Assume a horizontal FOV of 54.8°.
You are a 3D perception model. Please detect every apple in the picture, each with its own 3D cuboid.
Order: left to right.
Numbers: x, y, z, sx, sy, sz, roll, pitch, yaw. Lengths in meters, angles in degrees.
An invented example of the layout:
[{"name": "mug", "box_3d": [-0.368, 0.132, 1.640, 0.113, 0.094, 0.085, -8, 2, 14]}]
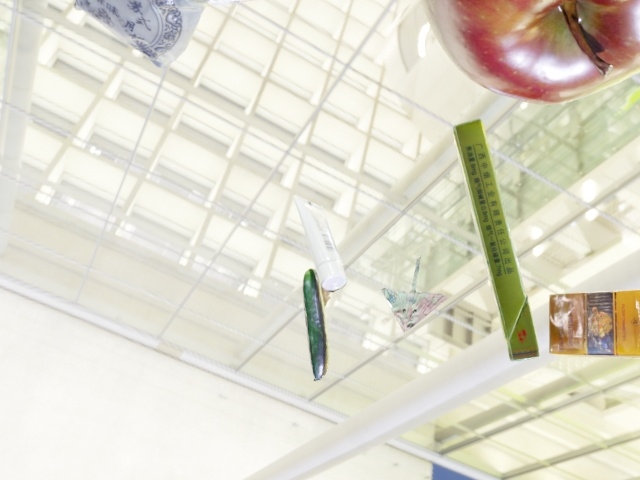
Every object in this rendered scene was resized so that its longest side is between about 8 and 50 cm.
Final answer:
[{"name": "apple", "box_3d": [0.230, -0.300, 0.602, 0.288, 0.288, 0.316, 13, -111, -24]}]

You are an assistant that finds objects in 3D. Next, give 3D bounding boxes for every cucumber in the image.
[{"name": "cucumber", "box_3d": [-0.009, 0.199, 1.445, 0.056, 0.056, 0.284, -15, -73, -38]}]

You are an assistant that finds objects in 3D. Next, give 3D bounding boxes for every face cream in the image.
[{"name": "face cream", "box_3d": [0.000, 0.000, 1.367, 0.092, 0.058, 0.243, 21, -141, -39]}]

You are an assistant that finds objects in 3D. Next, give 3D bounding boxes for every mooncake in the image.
[{"name": "mooncake", "box_3d": [-0.343, -0.457, 1.146, 0.254, 0.250, 0.136, 34, -118, -11]}]

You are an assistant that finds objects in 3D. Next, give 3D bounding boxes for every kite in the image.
[{"name": "kite", "box_3d": [0.174, 0.100, 1.159, 0.011, 0.139, 0.156, 34, -116, -52]}]

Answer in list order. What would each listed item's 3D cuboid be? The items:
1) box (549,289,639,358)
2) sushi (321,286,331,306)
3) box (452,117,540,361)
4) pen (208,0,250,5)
[{"name": "box", "box_3d": [0.664, 0.199, 1.455, 0.070, 0.237, 0.152, 20, -111, -44]}, {"name": "sushi", "box_3d": [0.003, 0.124, 1.500, 0.099, 0.050, 0.047, -90, -23, -57]}, {"name": "box", "box_3d": [0.241, -0.003, 0.856, 0.173, 0.043, 0.311, -5, -98, -76]}, {"name": "pen", "box_3d": [-0.179, -0.542, 1.375, 0.218, 0.026, 0.026, -29, -102, -43]}]
